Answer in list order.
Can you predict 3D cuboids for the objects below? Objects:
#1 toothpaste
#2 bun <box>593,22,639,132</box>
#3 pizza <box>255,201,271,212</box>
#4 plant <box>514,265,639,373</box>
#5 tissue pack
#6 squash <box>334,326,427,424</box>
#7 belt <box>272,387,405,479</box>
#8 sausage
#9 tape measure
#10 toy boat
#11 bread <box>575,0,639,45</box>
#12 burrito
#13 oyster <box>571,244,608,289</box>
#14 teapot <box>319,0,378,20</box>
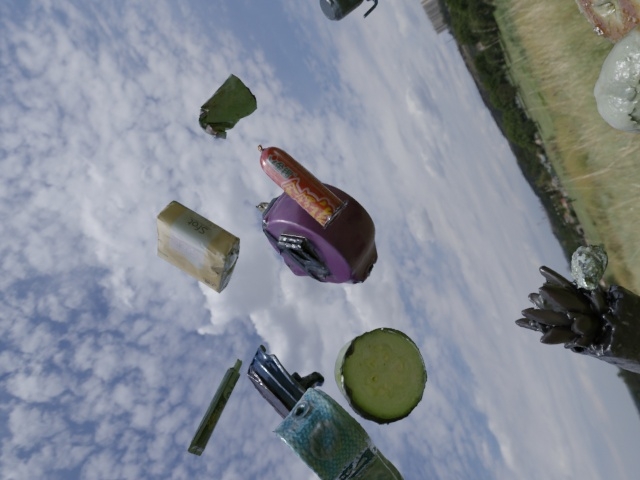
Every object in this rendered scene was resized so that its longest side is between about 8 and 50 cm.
[{"bbox_3d":[-0.217,0.348,0.887,0.204,0.031,0.049,-66,-33,-27],"label":"toothpaste"},{"bbox_3d":[0.591,-0.277,0.678,0.239,0.239,0.141,28,-142,-48],"label":"bun"},{"bbox_3d":[-0.059,-0.068,1.162,0.147,0.226,0.069,36,-105,-49],"label":"pizza"},{"bbox_3d":[0.626,0.190,0.958,0.194,0.321,0.181,-65,-15,-13],"label":"plant"},{"bbox_3d":[-0.326,0.020,1.113,0.222,0.186,0.090,32,-134,7],"label":"tissue pack"},{"bbox_3d":[0.147,0.328,1.026,0.133,0.220,0.220,96,162,-73],"label":"squash"},{"bbox_3d":[0.051,0.279,0.484,0.072,0.087,0.302,-49,-56,-24],"label":"belt"},{"bbox_3d":[-0.031,-0.079,0.548,0.145,0.050,0.048,43,-110,10],"label":"sausage"},{"bbox_3d":[0.000,0.000,0.878,0.149,0.231,0.245,-55,-50,-24],"label":"tape measure"},{"bbox_3d":[-0.068,0.393,1.116,0.309,0.129,0.142,39,-125,22],"label":"toy boat"},{"bbox_3d":[0.644,-0.520,0.842,0.305,0.159,0.305,40,-162,-16],"label":"bread"},{"bbox_3d":[-0.326,-0.451,1.436,0.144,0.089,0.229,48,-120,-23],"label":"burrito"},{"bbox_3d":[0.461,0.046,0.739,0.100,0.037,0.098,81,-148,-77],"label":"oyster"},{"bbox_3d":[0.046,-0.374,0.641,0.063,0.083,0.049,46,170,23],"label":"teapot"}]
